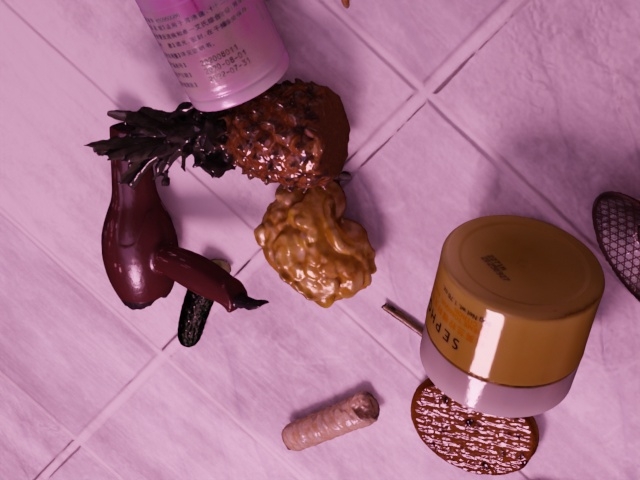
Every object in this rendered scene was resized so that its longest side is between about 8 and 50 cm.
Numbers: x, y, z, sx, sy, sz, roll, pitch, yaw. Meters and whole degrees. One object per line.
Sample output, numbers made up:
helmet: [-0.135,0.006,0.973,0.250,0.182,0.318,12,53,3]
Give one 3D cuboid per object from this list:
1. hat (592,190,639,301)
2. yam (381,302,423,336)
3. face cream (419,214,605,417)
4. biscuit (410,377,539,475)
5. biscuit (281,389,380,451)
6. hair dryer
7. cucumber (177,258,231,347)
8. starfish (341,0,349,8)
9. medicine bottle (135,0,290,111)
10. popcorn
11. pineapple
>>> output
hat: [0.440,0.003,1.438,0.193,0.082,0.193,56,167,20]
yam: [0.140,0.130,1.740,0.107,0.014,0.014,35,133,2]
face cream: [0.254,0.098,1.513,0.218,0.218,0.179,20,129,16]
biscuit: [0.242,0.290,1.783,0.212,0.036,0.212,16,129,21]
biscuit: [0.011,0.311,1.918,0.219,0.055,0.061,-28,96,40]
hair dryer: [-0.208,0.000,1.738,0.340,0.123,0.312,24,125,34]
cucumber: [-0.206,0.112,1.902,0.058,0.052,0.214,11,136,-15]
starfish: [-0.008,-0.371,1.439,0.208,0.053,0.176,-17,127,41]
medicine bottle: [-0.157,-0.314,1.476,0.152,0.152,0.254,-6,125,33]
popcorn: [-0.016,0.004,1.657,0.163,0.140,0.194,-11,115,29]
pineapple: [-0.143,-0.151,1.594,0.365,0.165,0.165,3,124,24]
